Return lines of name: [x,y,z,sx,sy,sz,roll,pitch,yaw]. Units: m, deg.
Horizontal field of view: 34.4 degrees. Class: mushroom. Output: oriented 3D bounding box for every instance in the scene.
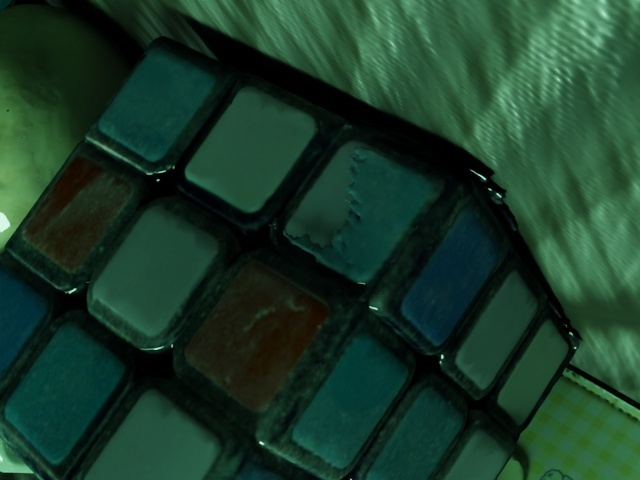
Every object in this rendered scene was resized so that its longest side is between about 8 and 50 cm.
mushroom: [-0.308,-0.100,1.165,0.315,0.315,0.356,40,170,-17]

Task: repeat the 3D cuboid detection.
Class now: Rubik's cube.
Rubik's cube: [-0.046,0.093,0.879,0.363,0.359,0.362,27,173,36]

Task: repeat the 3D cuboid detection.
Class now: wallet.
wallet: [0.210,0.280,1.022,0.223,0.309,0.077,33,168,36]

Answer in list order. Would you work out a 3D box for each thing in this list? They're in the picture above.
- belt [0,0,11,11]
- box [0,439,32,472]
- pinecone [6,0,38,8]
belt: [-0.383,-0.287,0.839,0.300,0.173,0.436,44,170,-24]
box: [-0.273,0.142,1.077,0.167,0.193,0.294,-3,167,33]
pinecone: [-0.388,-0.266,1.263,0.102,0.102,0.109,36,169,8]
